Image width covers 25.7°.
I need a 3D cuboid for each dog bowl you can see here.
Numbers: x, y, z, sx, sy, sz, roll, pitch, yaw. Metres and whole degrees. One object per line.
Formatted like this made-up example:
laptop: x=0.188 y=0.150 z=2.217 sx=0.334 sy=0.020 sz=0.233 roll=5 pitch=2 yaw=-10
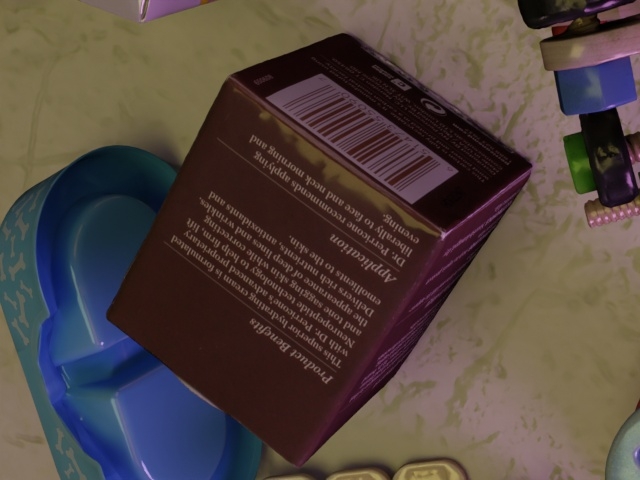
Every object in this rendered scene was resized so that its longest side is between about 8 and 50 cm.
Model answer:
dog bowl: x=-0.144 y=0.080 z=1.033 sx=0.074 sy=0.166 sz=0.297 roll=-8 pitch=103 yaw=41

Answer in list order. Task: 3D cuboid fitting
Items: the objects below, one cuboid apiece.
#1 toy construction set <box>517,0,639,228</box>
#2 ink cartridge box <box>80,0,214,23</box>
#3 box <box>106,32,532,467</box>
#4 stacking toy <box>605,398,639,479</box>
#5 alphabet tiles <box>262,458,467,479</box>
toy construction set: x=0.216 y=-0.195 z=0.752 sx=0.237 sy=0.257 sz=0.308 roll=-15 pitch=77 yaw=12
ink cartridge box: x=-0.109 y=-0.228 z=0.895 sx=0.128 sy=0.176 sz=0.127 roll=22 pitch=115 yaw=19
box: x=0.000 y=0.000 z=0.922 sx=0.168 sy=0.167 sz=0.203 roll=37 pitch=120 yaw=11
stacking toy: x=0.237 y=0.245 z=0.886 sx=0.279 sy=0.130 sz=0.309 roll=46 pitch=115 yaw=6
alphabet tiles: x=0.050 y=0.306 z=1.051 sx=0.284 sy=0.021 sz=0.277 roll=-9 pitch=95 yaw=19
